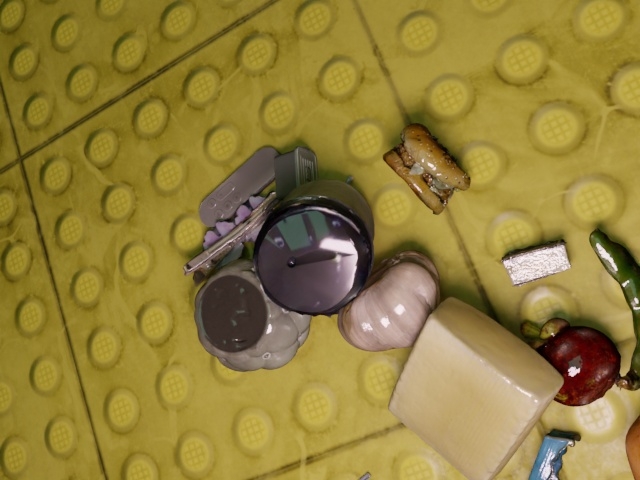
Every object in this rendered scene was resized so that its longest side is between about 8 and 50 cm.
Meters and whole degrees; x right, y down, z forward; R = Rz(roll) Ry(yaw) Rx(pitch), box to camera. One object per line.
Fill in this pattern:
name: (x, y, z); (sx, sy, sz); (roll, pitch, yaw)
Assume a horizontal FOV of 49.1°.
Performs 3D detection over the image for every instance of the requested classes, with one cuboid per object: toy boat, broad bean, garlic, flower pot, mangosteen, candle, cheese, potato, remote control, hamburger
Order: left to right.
remote control: (-0.183, -0.120, 1.608); (0.245, 0.022, 0.077); (-40, 72, 15)
flower pot: (-0.137, 0.155, 1.461); (0.246, 0.195, 0.246); (-3, 81, 22)
candle: (0.000, 0.000, 1.373); (0.221, 0.342, 0.221); (2, 105, 7)
garlic: (0.139, 0.126, 1.348); (0.228, 0.228, 0.152); (-40, 94, 14)
hamburger: (0.215, -0.138, 1.365); (0.113, 0.177, 0.185); (-42, 42, 6)
cheese: (0.265, 0.269, 1.247); (0.242, 0.124, 0.265); (35, 132, 21)
potato: (0.404, 0.040, 1.307); (0.122, 0.086, 0.061); (-18, 91, 19)
toy boat: (0.419, 0.433, 1.252); (0.077, 0.075, 0.185); (21, 95, 32)
mangosteen: (0.439, 0.198, 1.238); (0.146, 0.156, 0.181); (-46, 53, 37)
broad bean: (0.539, 0.122, 1.216); (0.049, 0.144, 0.292); (-34, 48, 51)

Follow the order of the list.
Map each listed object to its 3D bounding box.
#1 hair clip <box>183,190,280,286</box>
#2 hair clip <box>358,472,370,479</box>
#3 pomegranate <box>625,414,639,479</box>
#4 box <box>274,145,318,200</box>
hair clip: (-0.195, -0.011, 1.574); (0.292, 0.084, 0.106); (-41, 65, 8)
hair clip: (0.055, 0.510, 1.421); (0.115, 0.039, 0.030); (-32, 78, 14)
pomegranate: (0.604, 0.355, 1.119); (0.209, 0.209, 0.209); (-3, 82, 23)
box: (-0.053, -0.138, 1.524); (0.069, 0.084, 0.122); (-9, 79, 29)
